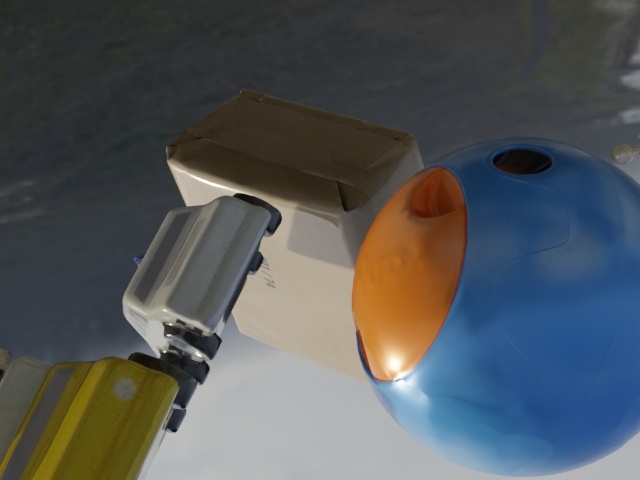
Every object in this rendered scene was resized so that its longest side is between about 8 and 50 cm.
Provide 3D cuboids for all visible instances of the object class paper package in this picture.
[{"bbox_3d":[0.000,0.000,1.559,0.309,0.325,0.168,19,-128,37],"label":"paper package"}]

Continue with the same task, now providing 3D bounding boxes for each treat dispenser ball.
[{"bbox_3d":[0.170,0.056,1.038,0.288,0.288,0.288,-7,180,0],"label":"treat dispenser ball"}]

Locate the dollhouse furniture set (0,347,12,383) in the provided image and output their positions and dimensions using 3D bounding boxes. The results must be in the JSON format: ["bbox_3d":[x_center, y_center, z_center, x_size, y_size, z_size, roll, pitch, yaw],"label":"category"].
[{"bbox_3d":[-0.335,0.119,1.011,0.129,0.129,0.183,-33,138,25],"label":"dollhouse furniture set"}]

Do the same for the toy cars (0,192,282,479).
[{"bbox_3d":[-0.105,0.062,0.679,0.087,0.176,0.394,26,-157,-2],"label":"toy cars"}]

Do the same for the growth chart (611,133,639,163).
[{"bbox_3d":[0.315,-0.120,0.821,0.172,0.021,0.237,-10,157,-12],"label":"growth chart"}]
